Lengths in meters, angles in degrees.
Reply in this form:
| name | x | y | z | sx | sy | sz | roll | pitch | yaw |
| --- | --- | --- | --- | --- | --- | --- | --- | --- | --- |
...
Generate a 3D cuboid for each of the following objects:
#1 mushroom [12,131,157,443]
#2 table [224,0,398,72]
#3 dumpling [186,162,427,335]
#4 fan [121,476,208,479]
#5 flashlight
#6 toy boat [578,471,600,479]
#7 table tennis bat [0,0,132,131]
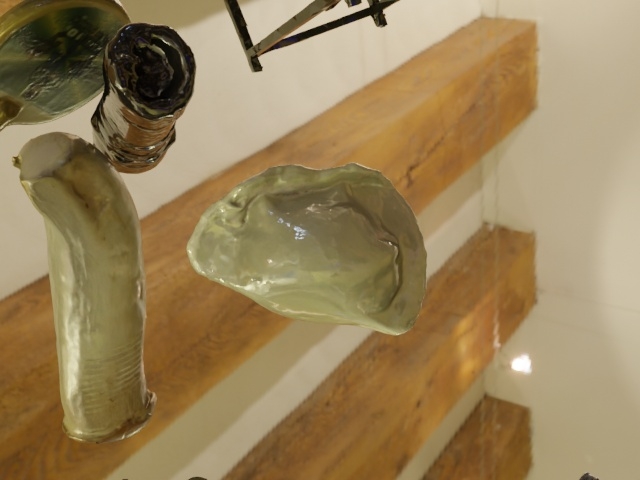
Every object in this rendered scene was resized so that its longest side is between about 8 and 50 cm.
| name | x | y | z | sx | sy | sz | roll | pitch | yaw |
| --- | --- | --- | --- | --- | --- | --- | --- | --- | --- |
| mushroom | -0.220 | 0.054 | 0.899 | 0.123 | 0.095 | 0.351 | -46 | -37 | -48 |
| table | 0.012 | -0.391 | 1.105 | 0.222 | 0.335 | 0.272 | -24 | -83 | -21 |
| dumpling | 0.000 | 0.000 | 0.835 | 0.228 | 0.124 | 0.151 | 14 | -86 | -20 |
| fan | -0.210 | 0.376 | 1.268 | 0.152 | 0.008 | 0.227 | -53 | -43 | -17 |
| flashlight | -0.192 | -0.135 | 0.975 | 0.103 | 0.424 | 0.103 | 0 | -92 | -14 |
| toy boat | 0.156 | 0.181 | 0.581 | 0.083 | 0.038 | 0.038 | -45 | -44 | -36 |
| table tennis bat | -0.360 | -0.181 | 1.103 | 0.321 | 0.050 | 0.198 | -39 | -21 | 6 |
